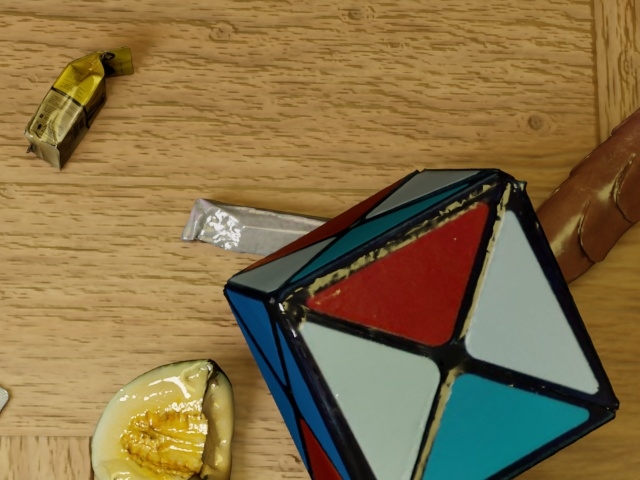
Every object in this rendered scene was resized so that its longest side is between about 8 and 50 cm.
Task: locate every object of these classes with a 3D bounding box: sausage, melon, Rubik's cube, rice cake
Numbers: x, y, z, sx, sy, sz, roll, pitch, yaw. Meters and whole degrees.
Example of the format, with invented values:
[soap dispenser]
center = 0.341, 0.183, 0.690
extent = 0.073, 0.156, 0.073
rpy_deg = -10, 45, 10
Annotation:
[sausage]
center = 0.339, -0.096, 1.915
extent = 0.433, 0.088, 0.088
rpy_deg = -42, 82, -15
[melon]
center = -0.144, 0.190, 1.801
extent = 0.128, 0.079, 0.160
rpy_deg = 7, 75, 16
[Rubik's cube]
center = 0.083, 0.094, 1.725
extent = 0.250, 0.246, 0.248
rpy_deg = -29, 99, -11
[rice cake]
center = 0.000, 0.000, 1.875
extent = 0.270, 0.049, 0.055
rpy_deg = 7, 96, -3

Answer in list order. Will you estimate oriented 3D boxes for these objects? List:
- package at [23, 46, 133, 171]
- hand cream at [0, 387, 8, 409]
[package]
center = -0.237, -0.136, 1.880
extent = 0.047, 0.071, 0.131
rpy_deg = 31, 76, 7
[hand cream]
center = -0.411, 0.116, 1.812
extent = 0.234, 0.050, 0.080
rpy_deg = 31, 74, -1
